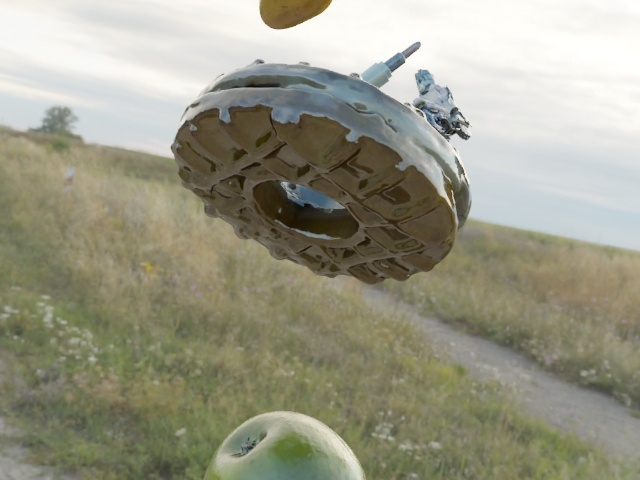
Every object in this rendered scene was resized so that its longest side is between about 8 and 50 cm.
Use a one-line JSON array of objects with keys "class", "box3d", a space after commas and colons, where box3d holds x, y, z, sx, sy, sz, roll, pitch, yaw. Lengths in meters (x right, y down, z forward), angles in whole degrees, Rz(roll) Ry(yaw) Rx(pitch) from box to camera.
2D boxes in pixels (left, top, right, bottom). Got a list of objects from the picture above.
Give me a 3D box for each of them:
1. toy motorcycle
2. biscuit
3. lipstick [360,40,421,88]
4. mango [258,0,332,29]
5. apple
[{"class": "toy motorcycle", "box3d": [0.268, -0.330, 1.846, 0.108, 0.204, 0.239, -31, -14, 14]}, {"class": "biscuit", "box3d": [0.000, -0.061, 0.824, 0.332, 0.103, 0.332, 17, -26, 8]}, {"class": "lipstick", "box3d": [0.097, -0.244, 1.071, 0.025, 0.107, 0.025, 55, 4, 35]}, {"class": "mango", "box3d": [-0.053, -0.547, 1.700, 0.147, 0.109, 0.227, 27, -41, -21]}, {"class": "apple", "box3d": [-0.045, 0.284, 0.860, 0.196, 0.157, 0.196, -29, 16, 9]}]
